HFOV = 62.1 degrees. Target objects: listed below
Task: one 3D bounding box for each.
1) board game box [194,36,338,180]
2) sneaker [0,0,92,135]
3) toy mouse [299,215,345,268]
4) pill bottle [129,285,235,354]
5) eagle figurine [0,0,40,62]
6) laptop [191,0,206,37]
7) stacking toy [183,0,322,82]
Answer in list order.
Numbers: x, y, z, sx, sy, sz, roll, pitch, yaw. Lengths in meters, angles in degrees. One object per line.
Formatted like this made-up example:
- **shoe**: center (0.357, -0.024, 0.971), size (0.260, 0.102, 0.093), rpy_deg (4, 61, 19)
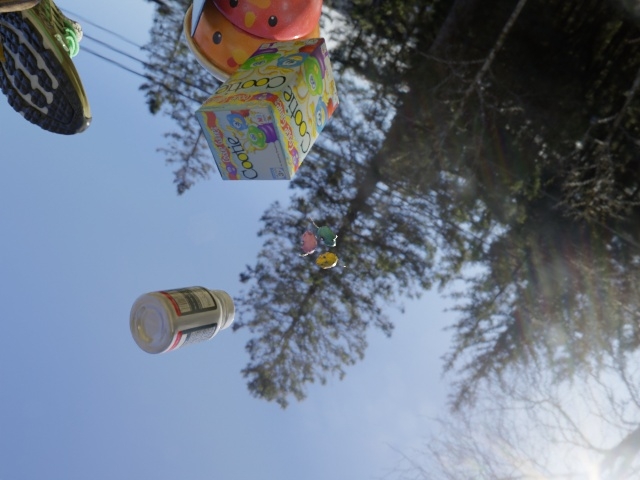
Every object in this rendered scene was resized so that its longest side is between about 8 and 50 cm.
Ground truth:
- **board game box**: center (-0.084, -0.246, 0.980), size (0.142, 0.144, 0.275), rpy_deg (3, -137, 24)
- **sneaker**: center (-0.483, -0.364, 0.938), size (0.182, 0.158, 0.410), rpy_deg (-20, -107, -54)
- **toy mouse**: center (0.000, 0.000, 1.365), size (0.161, 0.031, 0.143), rpy_deg (-2, -107, -44)
- **pill bottle**: center (-0.244, 0.138, 0.971), size (0.108, 0.108, 0.180), rpy_deg (38, -162, 24)
- **eagle figurine**: center (-0.506, -0.360, 0.742), size (0.226, 0.225, 0.298), rpy_deg (1, -137, -30)
- **laptop**: center (-0.122, -0.691, 1.170), size (0.407, 0.382, 0.236), rpy_deg (-26, -105, -41)
- **stacking toy**: center (-0.110, -0.603, 1.174), size (0.350, 0.480, 0.351), rpy_deg (8, -121, -14)
